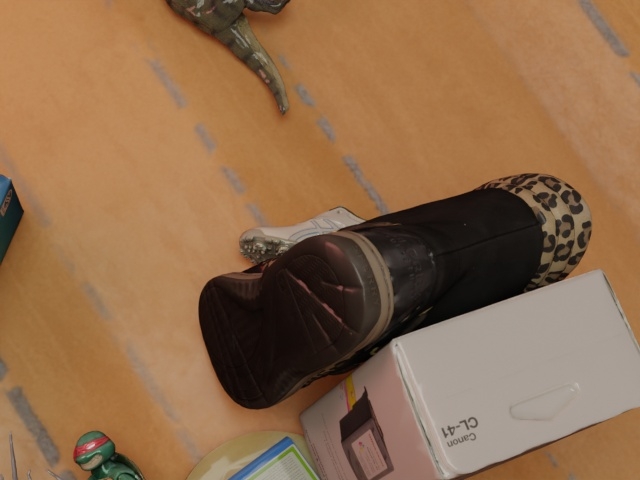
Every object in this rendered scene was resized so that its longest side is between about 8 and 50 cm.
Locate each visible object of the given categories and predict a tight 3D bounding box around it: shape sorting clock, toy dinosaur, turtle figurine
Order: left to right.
[{"bbox_3d":[-0.206,0.272,1.203,0.118,0.175,0.234,-22,88,-42],"label":"turtle figurine"},{"bbox_3d":[-0.099,-0.269,1.403,0.268,0.064,0.118,43,82,4],"label":"toy dinosaur"},{"bbox_3d":[-0.050,0.296,1.262,0.206,0.040,0.206,3,74,-11],"label":"shape sorting clock"}]

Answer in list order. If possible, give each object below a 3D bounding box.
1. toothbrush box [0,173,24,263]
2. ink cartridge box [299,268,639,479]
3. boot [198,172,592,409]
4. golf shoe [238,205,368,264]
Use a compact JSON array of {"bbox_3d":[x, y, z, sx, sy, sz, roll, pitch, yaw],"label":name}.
[{"bbox_3d":[-0.456,0.047,1.242,0.216,0.126,0.295,20,73,-1],"label":"toothbrush box"},{"bbox_3d":[0.134,0.154,1.169,0.226,0.306,0.131,-17,75,-21],"label":"ink cartridge box"},{"bbox_3d":[0.058,0.045,1.208,0.284,0.377,0.138,-17,81,-28],"label":"boot"},{"bbox_3d":[0.000,0.000,1.347,0.176,0.069,0.086,10,56,-8],"label":"golf shoe"}]
